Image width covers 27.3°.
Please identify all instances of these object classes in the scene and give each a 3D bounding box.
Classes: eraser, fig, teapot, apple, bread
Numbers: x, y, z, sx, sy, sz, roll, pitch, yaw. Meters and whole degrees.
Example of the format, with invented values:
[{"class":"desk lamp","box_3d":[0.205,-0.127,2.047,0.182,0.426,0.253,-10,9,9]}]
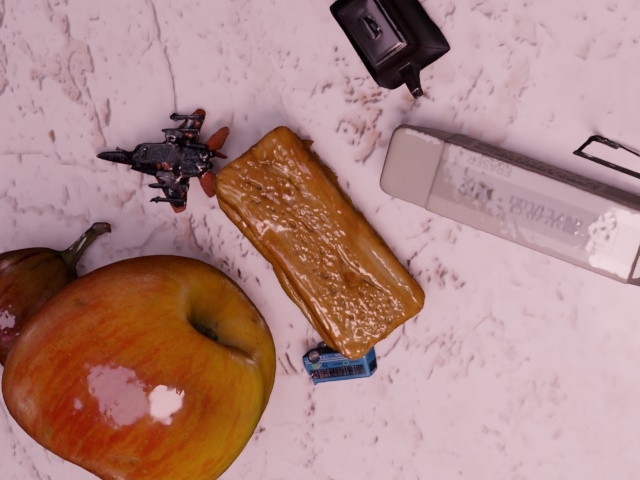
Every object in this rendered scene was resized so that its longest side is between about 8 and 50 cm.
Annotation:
[{"class":"eraser","box_3d":[0.238,-0.037,1.431,0.352,0.061,0.089,20,107,16]},{"class":"fig","box_3d":[-0.366,0.069,1.640,0.149,0.148,0.202,17,70,-19]},{"class":"teapot","box_3d":[0.065,-0.232,1.434,0.087,0.096,0.177,-33,88,23]},{"class":"apple","box_3d":[-0.192,0.144,1.512,0.301,0.301,0.301,4,103,20]},{"class":"bread","box_3d":[0.000,-0.001,1.508,0.139,0.077,0.271,-39,89,-9]}]

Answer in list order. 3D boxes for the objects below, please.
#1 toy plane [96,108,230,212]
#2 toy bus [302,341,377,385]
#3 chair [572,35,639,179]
[{"class":"toy plane","box_3d":[-0.197,-0.099,1.578,0.189,0.061,0.130,6,80,22]},{"class":"toy bus","box_3d":[0.023,0.144,1.560,0.083,0.038,0.046,-9,101,22]},{"class":"chair","box_3d":[0.390,-0.099,1.317,0.221,0.145,0.140,31,111,11]}]
